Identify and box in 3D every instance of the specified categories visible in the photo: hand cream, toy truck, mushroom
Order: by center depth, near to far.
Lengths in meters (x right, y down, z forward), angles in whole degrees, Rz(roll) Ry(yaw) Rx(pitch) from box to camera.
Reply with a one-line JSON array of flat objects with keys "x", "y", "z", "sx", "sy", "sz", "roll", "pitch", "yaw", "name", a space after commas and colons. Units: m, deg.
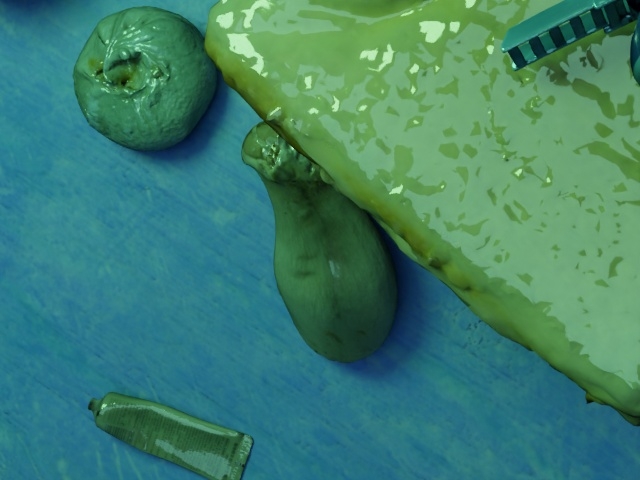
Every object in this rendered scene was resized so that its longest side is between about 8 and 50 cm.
[{"x": 0.167, "y": -0.102, "z": 0.554, "sx": 0.136, "sy": 0.063, "sz": 0.074, "roll": -25, "pitch": 66, "yaw": 15, "name": "toy truck"}, {"x": 0.000, "y": 0.000, "z": 0.939, "sx": 0.116, "sy": 0.093, "sz": 0.225, "roll": 0, "pitch": 127, "yaw": 24, "name": "mushroom"}, {"x": -0.148, "y": 0.187, "z": 1.048, "sx": 0.165, "sy": 0.037, "sz": 0.057, "roll": 20, "pitch": 97, "yaw": 7, "name": "hand cream"}]

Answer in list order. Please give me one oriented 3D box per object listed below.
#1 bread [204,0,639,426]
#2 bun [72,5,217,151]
[{"x": 0.164, "y": -0.103, "z": 0.775, "sx": 0.390, "sy": 0.371, "sz": 0.279, "roll": 45, "pitch": 104, "yaw": 12, "name": "bread"}, {"x": -0.171, "y": -0.153, "z": 1.013, "sx": 0.140, "sy": 0.083, "sz": 0.141, "roll": 1, "pitch": 95, "yaw": 17, "name": "bun"}]
